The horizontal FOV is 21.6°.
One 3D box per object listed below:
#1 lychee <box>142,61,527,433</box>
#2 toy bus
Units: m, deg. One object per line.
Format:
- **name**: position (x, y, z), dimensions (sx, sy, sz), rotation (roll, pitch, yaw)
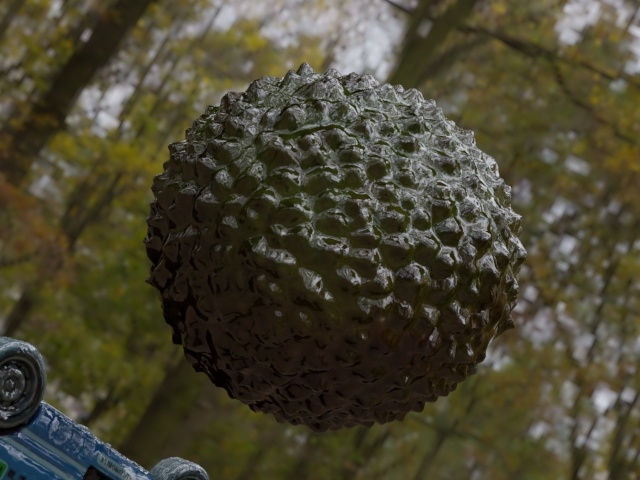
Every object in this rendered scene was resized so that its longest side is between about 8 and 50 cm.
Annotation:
- **lychee**: position (0.000, 0.000, 0.701), dimensions (0.171, 0.171, 0.171), rotation (27, -15, 8)
- **toy bus**: position (-0.167, 0.130, 0.841), dimensions (0.113, 0.134, 0.246), rotation (11, -24, 41)
